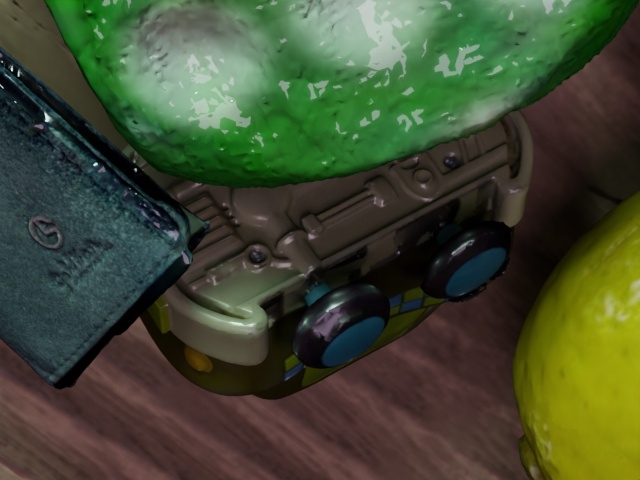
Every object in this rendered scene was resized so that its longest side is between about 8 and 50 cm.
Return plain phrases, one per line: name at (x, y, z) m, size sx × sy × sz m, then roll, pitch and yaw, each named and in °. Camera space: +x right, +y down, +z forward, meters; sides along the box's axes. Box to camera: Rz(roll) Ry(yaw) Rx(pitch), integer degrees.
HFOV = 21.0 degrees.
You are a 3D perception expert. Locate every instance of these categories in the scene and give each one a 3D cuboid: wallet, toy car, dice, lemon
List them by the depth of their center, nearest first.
dice at (-0.011, -0.218, 0.864) m, size 0.297 × 0.300 × 0.287 m, roll -19°, pitch 121°, yaw 0°
wallet at (-0.238, -0.084, 0.918) m, size 0.379 × 0.046 × 0.191 m, roll 43°, pitch 142°, yaw -3°
toy car at (0.000, 0.000, 1.051) m, size 0.248 × 0.204 × 0.198 m, roll -28°, pitch 153°, yaw -17°
lemon at (0.291, 0.097, 1.067) m, size 0.348 × 0.348 × 0.348 m, roll -4°, pitch 118°, yaw -7°
